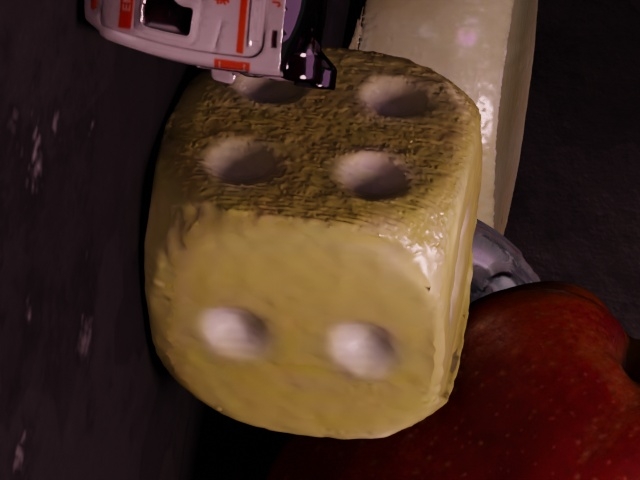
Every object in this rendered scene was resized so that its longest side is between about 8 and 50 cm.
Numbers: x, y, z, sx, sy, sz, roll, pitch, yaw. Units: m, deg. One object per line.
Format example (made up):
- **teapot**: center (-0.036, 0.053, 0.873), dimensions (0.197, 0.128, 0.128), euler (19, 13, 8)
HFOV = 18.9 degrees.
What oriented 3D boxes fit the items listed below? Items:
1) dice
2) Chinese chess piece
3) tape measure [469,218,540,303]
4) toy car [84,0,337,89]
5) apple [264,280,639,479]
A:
- **dice**: center (0.000, 0.000, 1.097), dimensions (0.166, 0.169, 0.169), euler (-72, 166, -48)
- **Chinese chess piece**: center (0.111, -0.138, 1.761), dimensions (0.349, 0.146, 0.349), euler (7, 90, -81)
- **tape measure**: center (0.096, 0.095, 1.480), dimensions (0.147, 0.256, 0.275), euler (-35, -171, 37)
- **toy car**: center (-0.045, -0.122, 0.953), dimensions (0.210, 0.108, 0.089), euler (-38, 132, -83)
- **apple**: center (0.119, 0.184, 1.226), dimensions (0.317, 0.288, 0.288), euler (-49, 179, 14)
